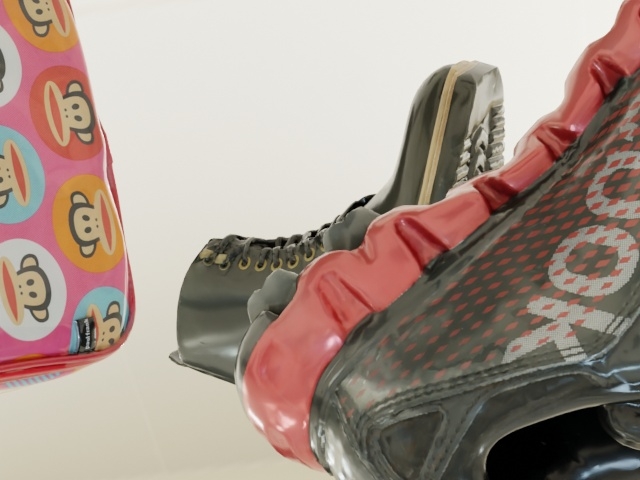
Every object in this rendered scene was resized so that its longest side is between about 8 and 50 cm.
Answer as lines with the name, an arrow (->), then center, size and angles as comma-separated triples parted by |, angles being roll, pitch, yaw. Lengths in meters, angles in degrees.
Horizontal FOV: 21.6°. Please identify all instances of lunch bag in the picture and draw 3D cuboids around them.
lunch bag -> -0.254, -0.045, 1.024 | 0.120, 0.293, 0.258 | -18, 173, 40

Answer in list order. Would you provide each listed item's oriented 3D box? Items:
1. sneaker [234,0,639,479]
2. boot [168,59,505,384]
sneaker -> 0.109, -0.001, 0.500 | 0.276, 0.097, 0.135 | -41, -127, 2
boot -> 0.000, 0.000, 0.760 | 0.137, 0.197, 0.077 | 21, -158, 21
